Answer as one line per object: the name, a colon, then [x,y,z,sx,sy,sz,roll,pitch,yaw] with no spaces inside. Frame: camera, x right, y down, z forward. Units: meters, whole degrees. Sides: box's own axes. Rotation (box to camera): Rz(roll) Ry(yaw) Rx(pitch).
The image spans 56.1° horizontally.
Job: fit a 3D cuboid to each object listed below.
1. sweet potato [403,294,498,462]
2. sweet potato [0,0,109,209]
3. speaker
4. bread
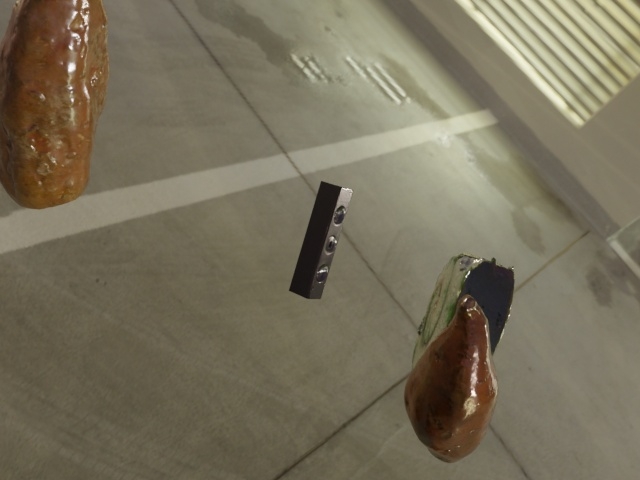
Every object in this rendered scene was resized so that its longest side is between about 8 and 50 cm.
sweet potato: [0.155,0.195,0.728,0.112,0.359,0.112,-2,42,1]
sweet potato: [-0.231,-0.132,0.519,0.097,0.252,0.097,18,38,-15]
speaker: [0.000,0.000,0.992,0.046,0.191,0.040,21,8,34]
bread: [0.321,0.173,1.391,0.129,0.382,0.366,21,45,3]
